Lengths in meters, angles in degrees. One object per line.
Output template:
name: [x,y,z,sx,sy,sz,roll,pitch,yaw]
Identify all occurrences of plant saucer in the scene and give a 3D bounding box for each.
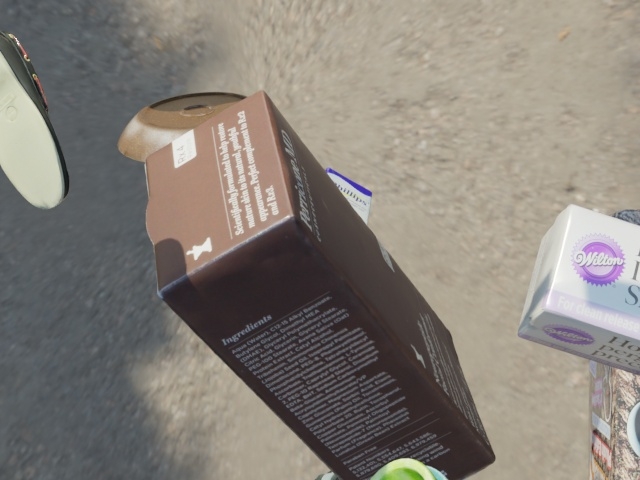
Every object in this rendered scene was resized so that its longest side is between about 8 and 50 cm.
plant saucer: [-0.146,-0.141,1.484,0.198,0.198,0.036,-6,115,-2]

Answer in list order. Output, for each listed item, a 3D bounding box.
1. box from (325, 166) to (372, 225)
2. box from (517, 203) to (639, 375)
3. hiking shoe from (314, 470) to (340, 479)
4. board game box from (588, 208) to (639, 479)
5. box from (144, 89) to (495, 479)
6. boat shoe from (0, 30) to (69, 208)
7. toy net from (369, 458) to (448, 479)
box: [0.000,0.000,1.578,0.072,0.137,0.126,30,125,-13]
box: [0.273,0.066,0.671,0.324,0.063,0.067,19,72,1]
hiking shoe: [0.125,0.323,1.636,0.132,0.304,0.113,-7,97,39]
board game box: [0.329,0.125,0.943,0.232,0.141,0.291,0,88,5]
box: [0.004,0.068,1.136,0.143,0.191,0.381,-31,129,13]
boat shoe: [-0.202,-0.085,0.843,0.049,0.042,0.133,-28,88,26]
toy net: [0.017,0.228,0.611,0.045,0.122,0.232,29,61,-31]
